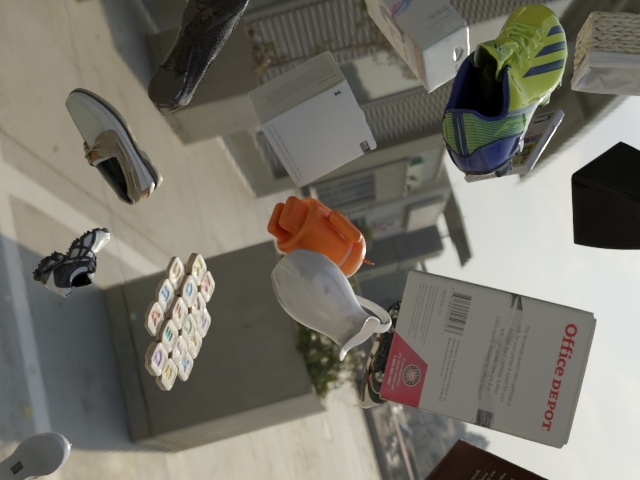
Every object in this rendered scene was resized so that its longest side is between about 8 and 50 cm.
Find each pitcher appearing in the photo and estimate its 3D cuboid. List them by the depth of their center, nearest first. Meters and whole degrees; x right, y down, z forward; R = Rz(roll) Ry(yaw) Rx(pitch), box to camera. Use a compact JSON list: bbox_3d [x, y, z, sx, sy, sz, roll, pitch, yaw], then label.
[{"bbox_3d":[0.023,0.108,1.602,0.207,0.125,0.178,43,27,22],"label":"pitcher"}]

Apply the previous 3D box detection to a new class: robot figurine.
[{"bbox_3d":[0.001,0.000,1.743,0.219,0.158,0.128,34,18,-25],"label":"robot figurine"}]

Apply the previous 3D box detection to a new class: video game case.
[{"bbox_3d":[0.467,-0.226,2.115,0.023,0.193,0.212,46,-26,-21],"label":"video game case"}]

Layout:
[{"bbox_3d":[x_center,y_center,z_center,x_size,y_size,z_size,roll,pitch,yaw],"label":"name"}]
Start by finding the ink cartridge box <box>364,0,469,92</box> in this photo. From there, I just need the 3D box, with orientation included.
[{"bbox_3d":[0.159,-0.381,1.485,0.212,0.093,0.154,56,0,20],"label":"ink cartridge box"}]

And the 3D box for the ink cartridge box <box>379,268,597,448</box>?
[{"bbox_3d":[0.255,0.176,1.331,0.117,0.283,0.207,16,88,-75],"label":"ink cartridge box"}]

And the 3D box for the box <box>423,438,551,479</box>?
[{"bbox_3d":[0.329,0.454,1.291,0.191,0.143,0.381,55,-20,-24],"label":"box"}]

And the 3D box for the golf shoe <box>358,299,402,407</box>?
[{"bbox_3d":[0.145,0.245,1.918,0.120,0.105,0.273,-49,-170,48],"label":"golf shoe"}]

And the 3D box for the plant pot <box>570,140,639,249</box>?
[{"bbox_3d":[0.678,-0.082,1.918,0.167,0.188,0.187,27,-41,47],"label":"plant pot"}]

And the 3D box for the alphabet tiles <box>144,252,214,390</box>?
[{"bbox_3d":[-0.300,0.174,1.885,0.278,0.021,0.284,74,30,-52],"label":"alphabet tiles"}]

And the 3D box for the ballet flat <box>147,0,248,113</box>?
[{"bbox_3d":[-0.176,-0.296,1.302,0.250,0.084,0.058,-63,157,-10],"label":"ballet flat"}]

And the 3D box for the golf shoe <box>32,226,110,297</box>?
[{"bbox_3d":[-0.470,0.047,1.717,0.094,0.077,0.198,42,42,4],"label":"golf shoe"}]

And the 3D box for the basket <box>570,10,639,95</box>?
[{"bbox_3d":[0.510,-0.310,1.446,0.113,0.167,0.103,88,5,-77],"label":"basket"}]

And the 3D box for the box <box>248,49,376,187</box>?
[{"bbox_3d":[-0.014,-0.232,1.679,0.181,0.182,0.119,59,5,-43],"label":"box"}]

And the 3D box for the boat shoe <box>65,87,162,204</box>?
[{"bbox_3d":[-0.501,-0.219,2.059,0.302,0.113,0.103,51,48,-17],"label":"boat shoe"}]

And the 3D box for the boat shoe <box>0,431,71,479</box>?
[{"bbox_3d":[-0.525,0.407,1.633,0.080,0.228,0.076,57,34,6],"label":"boat shoe"}]

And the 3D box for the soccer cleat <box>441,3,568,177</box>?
[{"bbox_3d":[0.218,-0.200,1.012,0.289,0.093,0.121,-61,140,-33],"label":"soccer cleat"}]
